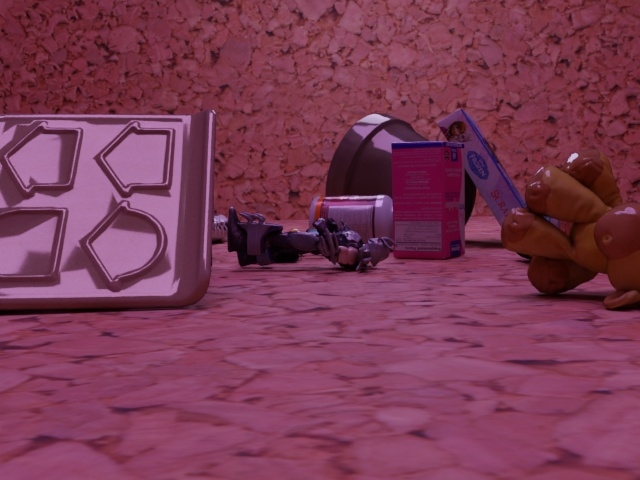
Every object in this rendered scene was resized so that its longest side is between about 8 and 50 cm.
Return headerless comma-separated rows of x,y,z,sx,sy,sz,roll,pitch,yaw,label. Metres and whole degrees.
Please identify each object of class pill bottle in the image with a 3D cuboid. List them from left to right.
0.094,-0.038,1.724,0.221,0.121,0.121,0,4,16,pill bottle

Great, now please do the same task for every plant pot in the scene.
0.220,-0.130,1.982,0.280,0.324,0.323,22,18,38,plant pot

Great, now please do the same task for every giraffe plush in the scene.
0.339,0.008,0.919,0.210,0.181,0.170,33,5,-16,giraffe plush

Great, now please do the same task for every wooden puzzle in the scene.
-0.308,-0.036,1.039,0.347,0.322,0.081,-3,-38,-1,wooden puzzle

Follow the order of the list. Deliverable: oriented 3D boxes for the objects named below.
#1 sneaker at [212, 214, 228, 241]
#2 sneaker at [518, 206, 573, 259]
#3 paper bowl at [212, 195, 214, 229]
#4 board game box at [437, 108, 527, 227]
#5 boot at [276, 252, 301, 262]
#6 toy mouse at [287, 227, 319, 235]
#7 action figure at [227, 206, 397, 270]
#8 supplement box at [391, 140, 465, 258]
-0.286,-0.039,2.064,0.091,0.094,0.258,-5,2,8,sneaker
0.379,-0.009,1.376,0.120,0.108,0.302,-1,-4,21,sneaker
-0.354,-0.033,1.599,0.284,0.148,0.284,-2,4,0,paper bowl
0.397,-0.144,1.846,0.065,0.319,0.318,-32,-4,15,board game box
-0.093,0.017,1.526,0.121,0.045,0.099,6,6,-2,boot
0.000,0.000,1.600,0.143,0.031,0.161,4,-12,39,toy mouse
-0.011,0.002,1.359,0.284,0.099,0.185,3,-4,9,action figure
0.208,-0.077,1.535,0.113,0.220,0.111,2,6,30,supplement box
